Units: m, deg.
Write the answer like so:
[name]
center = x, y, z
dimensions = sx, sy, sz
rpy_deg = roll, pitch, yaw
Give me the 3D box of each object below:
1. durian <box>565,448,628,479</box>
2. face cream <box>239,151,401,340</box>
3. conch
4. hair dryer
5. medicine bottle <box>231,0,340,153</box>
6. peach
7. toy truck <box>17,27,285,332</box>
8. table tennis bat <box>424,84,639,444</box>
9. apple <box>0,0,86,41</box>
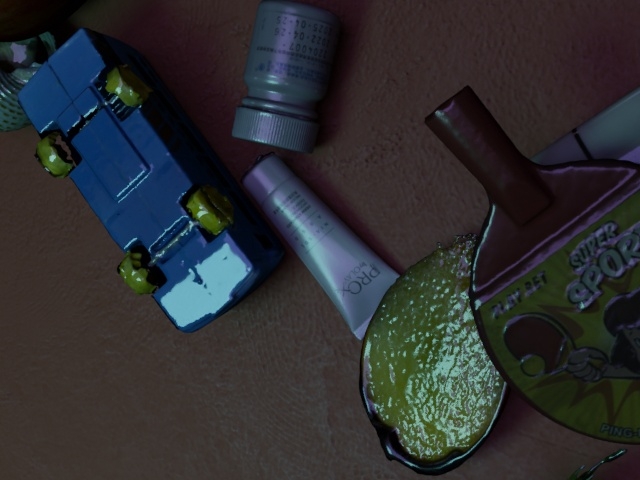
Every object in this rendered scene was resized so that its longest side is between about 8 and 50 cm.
[durian]
center = 0.239, 0.378, 1.033
dimensions = 0.132, 0.106, 0.375
rpy_deg = 20, 99, 23
[face cream]
center = 0.000, 0.000, 1.161
dimensions = 0.092, 0.058, 0.244
rpy_deg = -44, 81, 12
[conch]
center = -0.413, -0.214, 1.303
dimensions = 0.153, 0.102, 0.135
rpy_deg = -15, 65, 0
[hair dryer]
center = 0.361, 0.035, 0.988
dimensions = 0.203, 0.128, 0.362
rpy_deg = -34, 86, 18
[medicine bottle]
center = -0.040, -0.195, 1.148
dimensions = 0.105, 0.105, 0.168
rpy_deg = 15, 95, 21
[peach]
center = 0.142, 0.125, 1.095
dimensions = 0.189, 0.068, 0.279
rpy_deg = 25, 101, 28
[toy truck]
center = -0.203, -0.075, 1.183
dimensions = 0.161, 0.162, 0.385
rpy_deg = -41, 77, 17
[table tennis bat]
center = 0.254, 0.022, 0.938
dimensions = 0.268, 0.051, 0.415
rpy_deg = -39, 94, 20
[apple]
center = -0.391, -0.409, 1.202
dimensions = 0.316, 0.288, 0.288
rpy_deg = -30, 79, 7
